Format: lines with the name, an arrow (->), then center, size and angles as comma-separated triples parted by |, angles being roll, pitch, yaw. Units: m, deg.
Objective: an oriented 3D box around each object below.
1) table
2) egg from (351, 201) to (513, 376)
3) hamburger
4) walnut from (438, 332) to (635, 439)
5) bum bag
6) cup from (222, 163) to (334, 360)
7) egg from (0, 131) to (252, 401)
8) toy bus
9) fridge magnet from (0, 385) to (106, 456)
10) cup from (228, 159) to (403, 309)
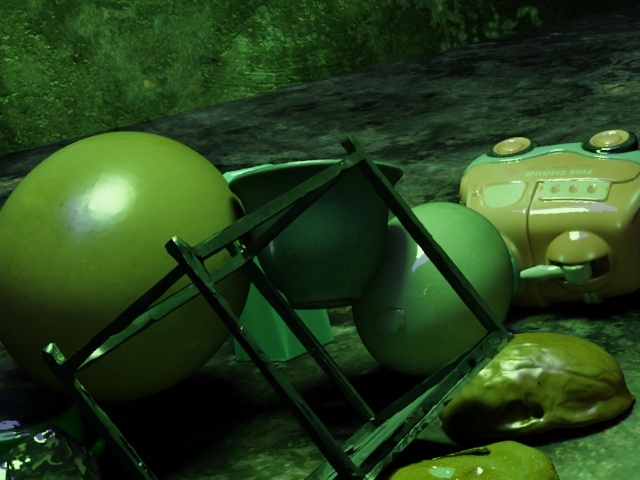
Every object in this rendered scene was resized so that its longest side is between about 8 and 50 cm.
table -> -0.032, 0.103, 1.444 | 0.222, 0.272, 0.335 | -40, -3, 35
egg -> 0.134, 0.055, 1.775 | 0.186, 0.187, 0.253 | -1, 30, 29
hamburger -> 0.126, 0.254, 1.270 | 0.177, 0.113, 0.185 | 5, 29, 28
walnut -> 0.227, 0.144, 1.602 | 0.211, 0.087, 0.167 | -9, 12, 6
bum bag -> -0.340, 0.269, 1.524 | 0.248, 0.102, 0.069 | -20, -5, -33
cup -> -0.075, 0.027, 1.937 | 0.148, 0.236, 0.134 | -25, 20, -35
egg -> -0.233, 0.033, 1.718 | 0.301, 0.301, 0.374 | -5, 24, 19
toy bus -> 0.308, -0.008, 1.933 | 0.287, 0.194, 0.232 | -2, 30, 24
fridge magnet -> -0.345, 0.225, 1.681 | 0.208, 0.088, 0.208 | -3, 16, 1
cup -> 0.000, 0.000, 1.678 | 0.199, 0.150, 0.199 | -5, -7, -1
